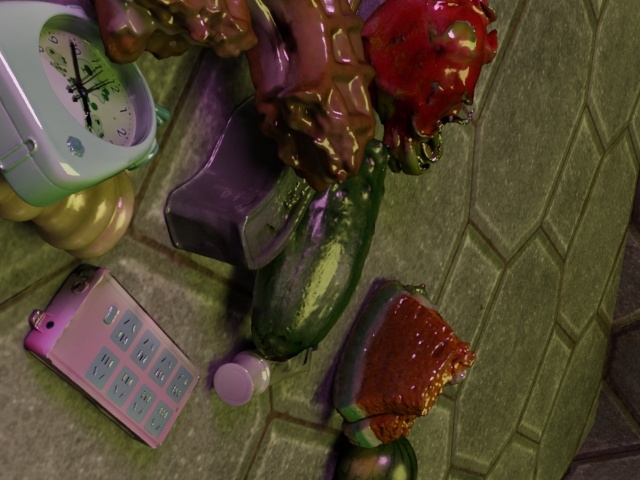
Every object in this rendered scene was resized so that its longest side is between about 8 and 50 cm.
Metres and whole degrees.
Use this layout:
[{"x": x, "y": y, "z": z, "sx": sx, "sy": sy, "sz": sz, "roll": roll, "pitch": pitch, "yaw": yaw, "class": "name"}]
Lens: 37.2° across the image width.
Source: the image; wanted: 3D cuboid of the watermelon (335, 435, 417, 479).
[{"x": 0.088, "y": 0.411, "z": 1.635, "sx": 0.141, "sy": 0.141, "sz": 0.187, "roll": 1, "pitch": 115, "yaw": -61, "class": "watermelon"}]

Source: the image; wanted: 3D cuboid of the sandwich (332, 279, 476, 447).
[{"x": 0.125, "y": 0.199, "z": 1.525, "sx": 0.292, "sy": 0.212, "sz": 0.109, "roll": -52, "pitch": 133, "yaw": -8, "class": "sandwich"}]

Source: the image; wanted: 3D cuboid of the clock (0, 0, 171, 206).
[{"x": -0.205, "y": -0.121, "z": 0.809, "sx": 0.159, "sy": 0.066, "sz": 0.211, "roll": 63, "pitch": 27, "yaw": -1, "class": "clock"}]

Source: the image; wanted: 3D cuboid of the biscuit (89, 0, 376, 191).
[{"x": -0.068, "y": -0.226, "z": 0.928, "sx": 0.366, "sy": 0.115, "sz": 0.268, "roll": 37, "pitch": 48, "yaw": -49, "class": "biscuit"}]

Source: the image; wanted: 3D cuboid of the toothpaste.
[{"x": -0.060, "y": 0.166, "z": 1.326, "sx": 0.266, "sy": 0.061, "sz": 0.096, "roll": -18, "pitch": 120, "yaw": -65, "class": "toothpaste"}]

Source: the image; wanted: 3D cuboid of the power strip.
[{"x": -0.215, "y": 0.131, "z": 1.034, "sx": 0.109, "sy": 0.037, "sz": 0.279, "roll": -59, "pitch": 149, "yaw": -21, "class": "power strip"}]

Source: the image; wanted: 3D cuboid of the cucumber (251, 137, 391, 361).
[{"x": 0.001, "y": -0.001, "z": 1.235, "sx": 0.145, "sy": 0.105, "sz": 0.325, "roll": 49, "pitch": 57, "yaw": -57, "class": "cucumber"}]

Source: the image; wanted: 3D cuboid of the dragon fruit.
[{"x": 0.154, "y": -0.230, "z": 1.313, "sx": 0.200, "sy": 0.198, "sz": 0.269, "roll": -26, "pitch": 125, "yaw": -10, "class": "dragon fruit"}]

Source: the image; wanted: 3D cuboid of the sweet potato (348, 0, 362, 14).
[{"x": 0.016, "y": -0.258, "z": 1.201, "sx": 0.081, "sy": 0.062, "sz": 0.233, "roll": 11, "pitch": 93, "yaw": -76, "class": "sweet potato"}]

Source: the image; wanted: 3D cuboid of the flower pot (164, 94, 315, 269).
[{"x": -0.070, "y": -0.072, "z": 1.103, "sx": 0.229, "sy": 0.108, "sz": 0.103, "roll": -57, "pitch": 147, "yaw": -28, "class": "flower pot"}]

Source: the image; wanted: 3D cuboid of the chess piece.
[{"x": -0.252, "y": -0.051, "z": 0.828, "sx": 0.170, "sy": 0.094, "sz": 0.094, "roll": 30, "pitch": 80, "yaw": -53, "class": "chess piece"}]
